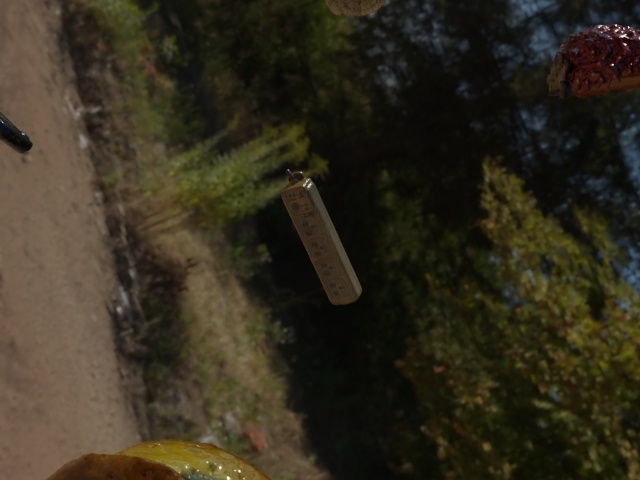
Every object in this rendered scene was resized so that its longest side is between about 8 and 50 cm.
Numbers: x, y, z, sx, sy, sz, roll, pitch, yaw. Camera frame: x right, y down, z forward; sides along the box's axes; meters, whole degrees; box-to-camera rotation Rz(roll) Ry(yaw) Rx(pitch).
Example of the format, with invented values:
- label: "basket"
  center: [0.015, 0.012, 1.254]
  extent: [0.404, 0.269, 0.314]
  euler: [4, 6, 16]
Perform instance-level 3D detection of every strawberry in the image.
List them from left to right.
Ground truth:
- label: "strawberry"
  center: [0.590, -0.352, 1.944]
  extent: [0.233, 0.306, 0.138]
  euler: [-39, 121, -84]

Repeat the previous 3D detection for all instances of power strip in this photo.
- label: "power strip"
  center: [0.000, 0.000, 1.941]
  extent: [0.305, 0.064, 0.044]
  euler: [65, 30, -19]

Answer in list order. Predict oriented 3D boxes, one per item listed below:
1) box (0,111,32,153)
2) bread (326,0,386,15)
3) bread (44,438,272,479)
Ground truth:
- label: "box"
  center: [-0.459, -0.178, 1.394]
  extent: [0.126, 0.027, 0.125]
  euler: [45, -5, 4]
- label: "bread"
  center: [0.076, -0.604, 2.316]
  extent: [0.134, 0.148, 0.141]
  euler: [75, 6, -47]
- label: "bread"
  center: [-0.160, 0.370, 1.044]
  extent: [0.337, 0.358, 0.204]
  euler: [30, 21, 6]
